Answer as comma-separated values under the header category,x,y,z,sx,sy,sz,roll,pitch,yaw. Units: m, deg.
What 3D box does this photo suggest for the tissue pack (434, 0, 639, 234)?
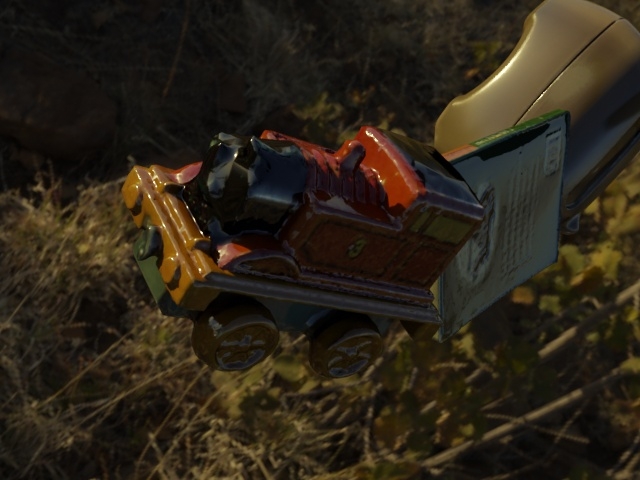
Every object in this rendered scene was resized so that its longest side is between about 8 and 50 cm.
category,x,y,z,sx,sy,sz,roll,pitch,yaw
tissue pack,0.409,-0.205,1.639,0.277,0.387,0.267,42,0,31

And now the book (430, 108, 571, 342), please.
category,x,y,z,sx,sy,sz,roll,pitch,yaw
book,0.260,-0.033,1.380,0.371,0.043,0.260,-23,120,-46

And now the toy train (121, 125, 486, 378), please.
category,x,y,z,sx,sy,sz,roll,pitch,yaw
toy train,0.000,0.000,0.900,0.369,0.231,0.163,12,32,-43
